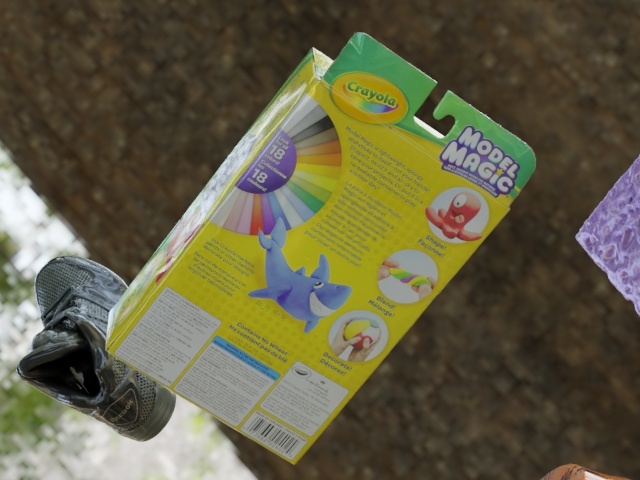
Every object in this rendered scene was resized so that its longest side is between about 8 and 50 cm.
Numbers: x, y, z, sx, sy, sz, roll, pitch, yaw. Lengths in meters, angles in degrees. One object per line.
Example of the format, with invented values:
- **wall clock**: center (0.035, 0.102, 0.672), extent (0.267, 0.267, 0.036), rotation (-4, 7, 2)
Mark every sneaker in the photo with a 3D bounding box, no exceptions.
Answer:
- **sneaker**: center (-0.224, 0.078, 1.691), extent (0.087, 0.227, 0.130), rotation (-44, -42, 13)

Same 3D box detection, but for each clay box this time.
- **clay box**: center (0.000, 0.000, 0.988), extent (0.222, 0.127, 0.053), rotation (-51, 18, 17)

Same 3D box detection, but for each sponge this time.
- **sponge**: center (0.270, 0.036, 1.249), extent (0.031, 0.210, 0.117), rotation (-21, -26, -41)

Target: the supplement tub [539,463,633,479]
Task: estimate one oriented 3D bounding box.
- **supplement tub**: center (0.205, 0.208, 0.676), extent (0.193, 0.316, 0.193), rotation (-157, 90, -85)
